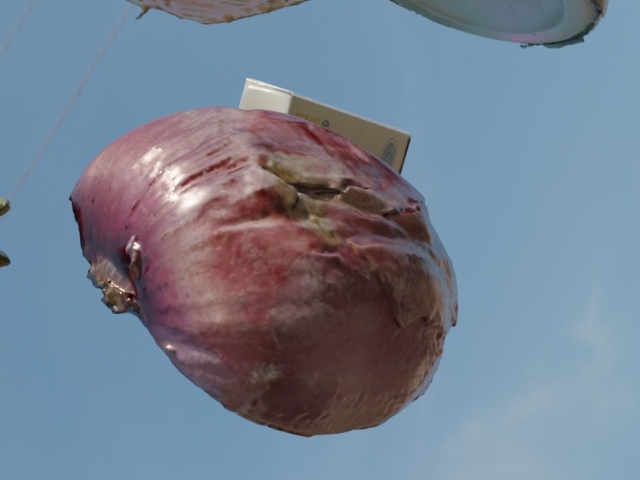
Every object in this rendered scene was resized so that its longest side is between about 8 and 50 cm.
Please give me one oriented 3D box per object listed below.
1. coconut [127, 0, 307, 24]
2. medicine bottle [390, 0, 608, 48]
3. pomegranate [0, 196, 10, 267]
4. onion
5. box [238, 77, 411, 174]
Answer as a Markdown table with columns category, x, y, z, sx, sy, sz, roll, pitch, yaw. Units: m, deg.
| category | x | y | z | sx | sy | sz | roll | pitch | yaw |
| --- | --- | --- | --- | --- | --- | --- | --- | --- | --- |
| coconut | -0.031 | -0.184 | 0.383 | 0.230 | 0.227 | 0.227 | 38 | -100 | -25 |
| medicine bottle | 0.181 | -0.358 | 1.058 | 0.245 | 0.245 | 0.290 | 28 | -101 | -49 |
| pomegranate | -0.390 | 0.037 | 0.844 | 0.231 | 0.285 | 0.231 | 6 | -90 | -77 |
| onion | 0.000 | 0.000 | 0.692 | 0.120 | 0.227 | 0.283 | -52 | -28 | 21 |
| box | -0.007 | -0.058 | 1.335 | 0.343 | 0.065 | 0.200 | 4 | -78 | -65 |
